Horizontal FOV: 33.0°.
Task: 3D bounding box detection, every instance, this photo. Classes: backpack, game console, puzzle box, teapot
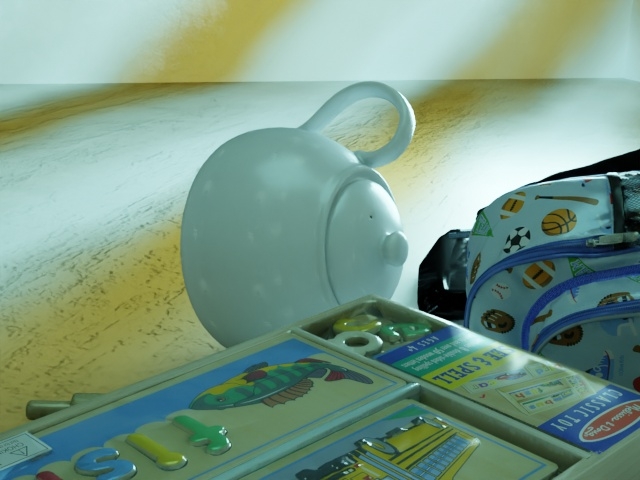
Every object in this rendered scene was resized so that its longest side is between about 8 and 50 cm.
[{"bbox_3d":[0.257,0.063,0.955,0.263,0.276,0.213,0,38,19],"label":"backpack"},{"bbox_3d":[0.298,0.032,1.295,0.361,0.044,0.213,-4,20,9],"label":"game console"},{"bbox_3d":[-0.011,0.141,0.641,0.409,0.052,0.272,-18,27,-42],"label":"puzzle box"},{"bbox_3d":[0.000,0.000,1.060,0.187,0.256,0.252,-1,22,32],"label":"teapot"}]

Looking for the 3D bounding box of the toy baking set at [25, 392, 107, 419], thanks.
[{"bbox_3d":[-0.188,0.170,0.856,0.256,0.030,0.197,4,17,1],"label":"toy baking set"}]
